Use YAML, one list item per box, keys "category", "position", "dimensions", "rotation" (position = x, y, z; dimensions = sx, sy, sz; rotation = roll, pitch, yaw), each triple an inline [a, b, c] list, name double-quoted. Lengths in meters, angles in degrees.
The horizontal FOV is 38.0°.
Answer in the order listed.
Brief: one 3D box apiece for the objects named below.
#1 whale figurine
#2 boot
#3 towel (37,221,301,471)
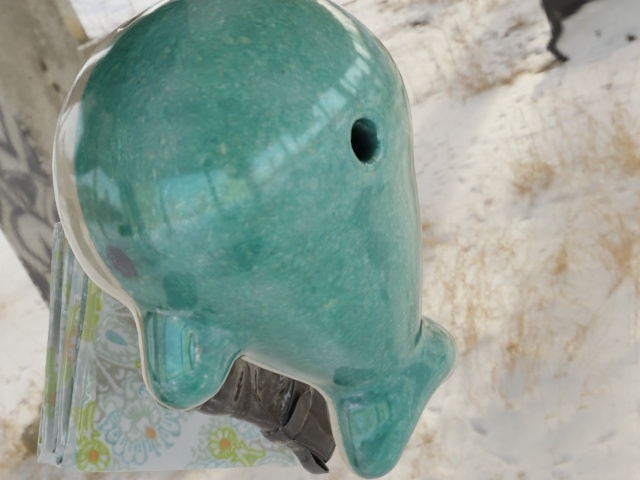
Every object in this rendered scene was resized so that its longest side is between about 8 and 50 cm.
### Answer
- category: "whale figurine"
  position: [0.000, 0.000, 0.459]
  dimensions: [0.141, 0.272, 0.216]
  rotation: [-7, 34, 48]
- category: "boot"
  position: [-0.058, 0.092, 0.955]
  dimensions: [0.091, 0.229, 0.263]
  rotation: [-16, 59, 41]
- category: "towel"
  position: [-0.177, 0.137, 1.225]
  dimensions: [0.374, 0.320, 0.090]
  rotation: [7, -6, -32]
